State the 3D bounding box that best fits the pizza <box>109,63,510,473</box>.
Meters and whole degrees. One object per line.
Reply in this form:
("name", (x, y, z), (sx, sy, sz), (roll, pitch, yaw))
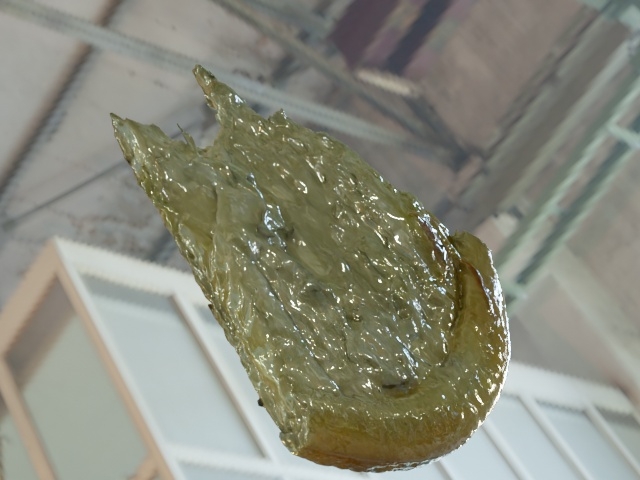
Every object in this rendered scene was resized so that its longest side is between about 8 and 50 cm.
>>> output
("pizza", (0.000, 0.000, 0.821), (0.181, 0.262, 0.034), (-16, -30, -42))
